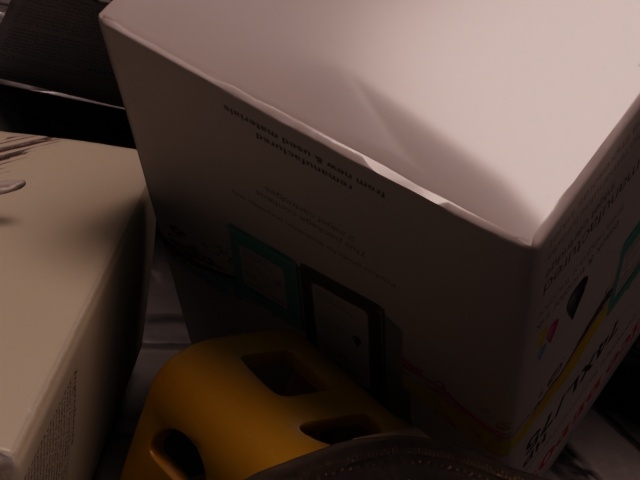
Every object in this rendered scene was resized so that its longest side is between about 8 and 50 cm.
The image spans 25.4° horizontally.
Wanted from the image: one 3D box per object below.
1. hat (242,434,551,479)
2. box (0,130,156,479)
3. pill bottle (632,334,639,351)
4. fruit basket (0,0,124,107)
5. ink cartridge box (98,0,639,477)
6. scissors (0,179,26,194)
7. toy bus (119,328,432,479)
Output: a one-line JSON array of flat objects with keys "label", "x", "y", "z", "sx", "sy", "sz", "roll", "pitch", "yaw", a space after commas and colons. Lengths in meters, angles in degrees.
[{"label": "hat", "x": 0.091, "y": 0.155, "z": 0.395, "sx": 0.331, "sy": 0.134, "sz": 0.331, "roll": 19, "pitch": 41, "yaw": -18}, {"label": "box", "x": -0.135, "y": 0.052, "z": 0.575, "sx": 0.094, "sy": 0.113, "sz": 0.275, "roll": 8, "pitch": 22, "yaw": -1}, {"label": "pill bottle", "x": 0.318, "y": 0.017, "z": 0.849, "sx": 0.392, "sy": 0.224, "sz": 0.224, "roll": 34, "pitch": 26, "yaw": 12}, {"label": "fruit basket", "x": -0.027, "y": -0.148, "z": 0.915, "sx": 0.327, "sy": 0.165, "sz": 0.353, "roll": 10, "pitch": -14, "yaw": -20}, {"label": "ink cartridge box", "x": 0.056, "y": -0.035, "z": 0.652, "sx": 0.197, "sy": 0.270, "sz": 0.198, "roll": 30, "pitch": 64, "yaw": 21}, {"label": "scissors", "x": -0.274, "y": -0.008, "z": 0.579, "sx": 0.297, "sy": 0.021, "sz": 0.109, "roll": -10, "pitch": 7, "yaw": -16}, {"label": "toy bus", "x": 0.010, "y": 0.118, "z": 0.560, "sx": 0.202, "sy": 0.104, "sz": 0.191, "roll": 17, "pitch": 23, "yaw": -4}]
